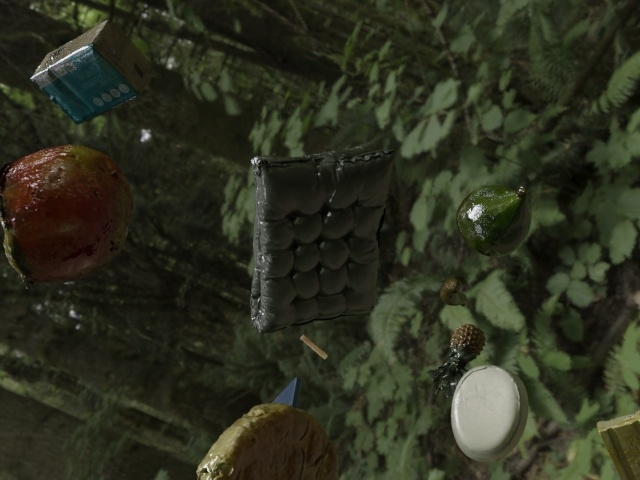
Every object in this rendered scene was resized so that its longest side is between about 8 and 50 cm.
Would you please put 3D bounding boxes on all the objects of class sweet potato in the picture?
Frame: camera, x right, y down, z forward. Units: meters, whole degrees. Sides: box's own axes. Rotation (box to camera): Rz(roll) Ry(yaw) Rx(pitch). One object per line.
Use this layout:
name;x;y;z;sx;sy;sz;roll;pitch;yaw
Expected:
sweet potato;0.373;0.154;1.998;0.249;0.069;0.060;48;-158;-63

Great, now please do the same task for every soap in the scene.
soap;0.612;0.434;1.349;0.092;0.252;0.037;-23;20;19

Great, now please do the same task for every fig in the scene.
fig;0.473;-0.065;1.887;0.245;0.195;0.195;122;172;-67

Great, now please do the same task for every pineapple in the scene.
pineapple;0.436;0.378;2.278;0.277;0.130;0.119;-45;-37;-50

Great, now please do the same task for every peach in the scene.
peach;-0.683;-0.066;1.863;0.416;0.352;0.339;-52;-41;-47

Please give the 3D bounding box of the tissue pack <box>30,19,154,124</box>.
tissue pack;-0.385;-0.283;1.207;0.169;0.120;0.082;-15;42;32

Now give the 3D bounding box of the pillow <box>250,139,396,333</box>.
pillow;0.000;0.000;1.164;0.101;0.228;0.327;-127;34;-55

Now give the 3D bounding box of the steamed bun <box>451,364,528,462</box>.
steamed bun;0.409;0.419;1.711;0.131;0.177;0.228;43;-124;-57

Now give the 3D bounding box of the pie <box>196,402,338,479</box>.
pie;-0.091;0.434;1.195;0.339;0.083;0.340;-9;-78;-47

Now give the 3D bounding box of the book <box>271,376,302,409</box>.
book;-0.116;0.460;1.641;0.191;0.025;0.269;-50;13;24

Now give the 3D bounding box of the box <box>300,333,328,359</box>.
box;-0.017;0.303;2.023;0.015;0.093;0.058;-50;-4;-4
